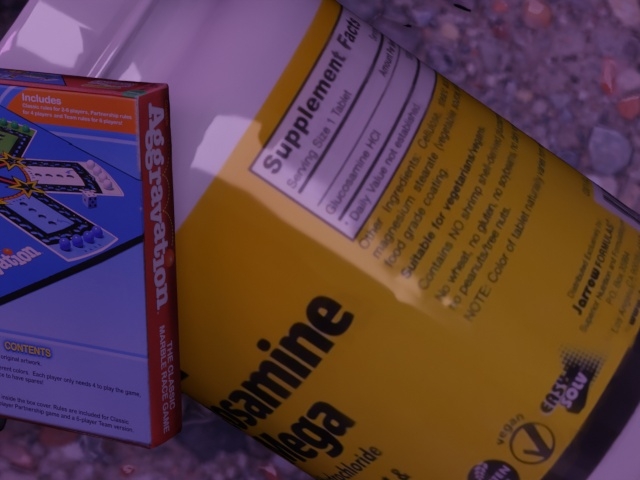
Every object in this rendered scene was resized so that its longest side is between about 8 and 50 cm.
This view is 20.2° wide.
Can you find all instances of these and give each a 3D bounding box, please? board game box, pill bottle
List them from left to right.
[{"bbox_3d":[-0.185,-0.006,0.763,0.281,0.027,0.145,8,110,27],"label":"board game box"},{"bbox_3d":[0.000,0.000,0.827,0.334,0.188,0.188,34,75,-8],"label":"pill bottle"}]

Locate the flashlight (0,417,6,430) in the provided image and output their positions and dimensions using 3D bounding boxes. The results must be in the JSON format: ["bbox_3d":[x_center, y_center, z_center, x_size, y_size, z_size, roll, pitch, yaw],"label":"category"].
[{"bbox_3d":[-0.207,-0.054,0.890,0.103,0.103,0.304,6,73,-37],"label":"flashlight"}]
